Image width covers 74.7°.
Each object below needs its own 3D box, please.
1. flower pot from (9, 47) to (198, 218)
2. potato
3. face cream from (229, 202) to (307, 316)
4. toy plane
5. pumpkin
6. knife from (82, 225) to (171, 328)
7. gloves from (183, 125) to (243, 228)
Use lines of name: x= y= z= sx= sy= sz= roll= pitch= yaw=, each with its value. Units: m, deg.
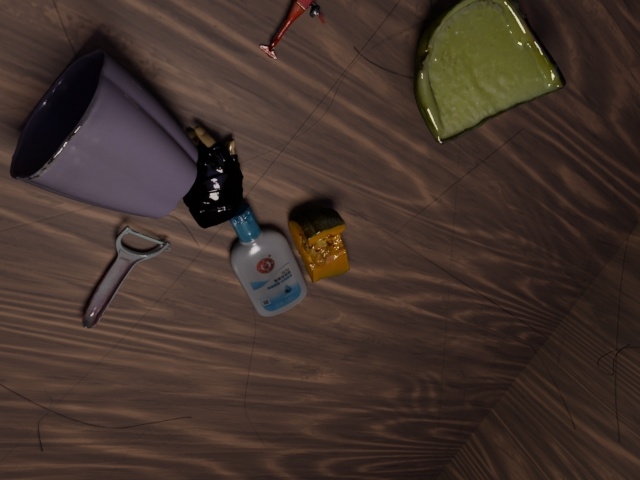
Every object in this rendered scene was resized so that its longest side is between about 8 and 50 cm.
flower pot: x=-0.376 y=-0.163 z=0.778 sx=0.265 sy=0.265 sz=0.243 roll=-46 pitch=137 yaw=5
potato: x=0.354 y=-0.426 z=1.021 sx=0.330 sy=0.213 sz=0.280 roll=-27 pitch=108 yaw=2
face cream: x=-0.150 y=0.053 z=1.104 sx=0.163 sy=0.080 sz=0.337 roll=-26 pitch=126 yaw=-9
toy plane: x=-0.058 y=-0.473 z=0.855 sx=0.194 sy=0.077 sz=0.126 roll=-33 pitch=119 yaw=7
pumpkin: x=-0.001 y=0.001 z=1.133 sx=0.131 sy=0.126 sz=0.248 roll=-28 pitch=145 yaw=-18
knife: x=-0.473 y=0.091 z=0.989 sx=0.123 sy=0.053 sz=0.278 roll=30 pitch=103 yaw=-40
gloves: x=-0.244 y=-0.149 z=0.930 sx=0.164 sy=0.124 sz=0.203 roll=-37 pitch=137 yaw=-25
